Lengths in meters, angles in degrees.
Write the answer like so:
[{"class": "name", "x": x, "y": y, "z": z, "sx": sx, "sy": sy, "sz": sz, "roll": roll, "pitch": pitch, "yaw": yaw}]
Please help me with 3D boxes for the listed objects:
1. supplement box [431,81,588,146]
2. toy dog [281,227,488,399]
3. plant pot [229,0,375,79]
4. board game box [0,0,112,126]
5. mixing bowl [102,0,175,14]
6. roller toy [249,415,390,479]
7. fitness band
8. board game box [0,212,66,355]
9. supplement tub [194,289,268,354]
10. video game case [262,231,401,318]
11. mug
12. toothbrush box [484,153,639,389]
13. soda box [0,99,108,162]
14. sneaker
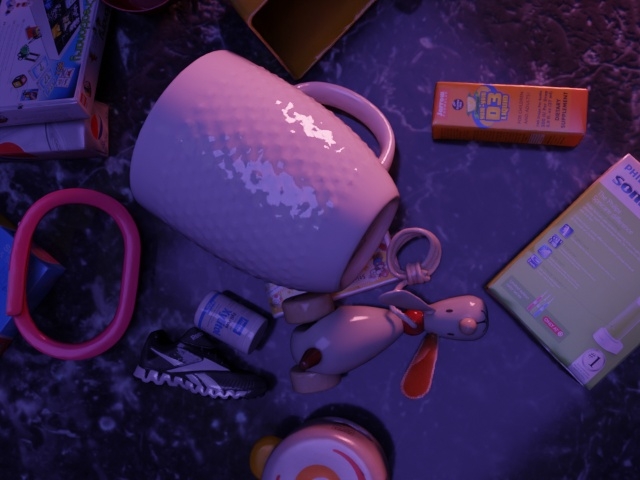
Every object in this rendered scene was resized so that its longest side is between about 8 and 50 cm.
[{"class": "supplement box", "x": 0.294, "y": -0.199, "z": 1.136, "sx": 0.233, "sy": 0.080, "sz": 0.078, "roll": 4, "pitch": 85, "yaw": 12}, {"class": "toy dog", "x": 0.084, "y": 0.144, "z": 1.101, "sx": 0.333, "sy": 0.161, "sz": 0.220, "roll": -30, "pitch": 97, "yaw": 9}, {"class": "plant pot", "x": -0.058, "y": -0.428, "z": 1.158, "sx": 0.212, "sy": 0.212, "sz": 0.187, "roll": -45, "pitch": 67, "yaw": 5}, {"class": "board game box", "x": -0.469, "y": -0.339, "z": 1.236, "sx": 0.193, "sy": 0.053, "sz": 0.305, "roll": -3, "pitch": 64, "yaw": 10}, {"class": "mixing bowl", "x": -0.303, "y": -0.461, "z": 1.239, "sx": 0.181, "sy": 0.098, "sz": 0.181, "roll": 0, "pitch": 84, "yaw": 2}, {"class": "roller toy", "x": 0.008, "y": 0.375, "z": 1.117, "sx": 0.191, "sy": 0.146, "sz": 0.209, "roll": -27, "pitch": 82, "yaw": 7}, {"class": "fitness band", "x": -0.414, "y": 0.057, "z": 1.220, "sx": 0.209, "sy": 0.054, "sz": 0.291, "roll": 7, "pitch": 89, "yaw": -18}, {"class": "board game box", "x": -0.652, "y": 0.046, "z": 1.293, "sx": 0.316, "sy": 0.064, "sz": 0.242, "roll": 38, "pitch": 93, "yaw": 10}, {"class": "supplement tub", "x": -0.149, "y": 0.135, "z": 1.197, "sx": 0.107, "sy": 0.071, "sz": 0.071, "roll": 27, "pitch": 91, "yaw": 11}, {"class": "video game case", "x": 0.000, "y": 0.000, "z": 1.203, "sx": 0.227, "sy": 0.026, "sz": 0.206, "roll": -18, "pitch": 84, "yaw": 8}, {"class": "mug", "x": -0.037, "y": -0.110, "z": 1.087, "sx": 0.328, "sy": 0.276, "sz": 0.374, "roll": 33, "pitch": 55, "yaw": 13}, {"class": "toothbrush box", "x": 0.420, "y": 0.048, "z": 1.077, "sx": 0.283, "sy": 0.122, "sz": 0.206, "roll": -45, "pitch": 80, "yaw": 5}, {"class": "soda box", "x": -0.524, "y": -0.192, "z": 1.272, "sx": 0.286, "sy": 0.091, "sz": 0.098, "roll": -1, "pitch": 87, "yaw": 10}, {"class": "sneaker", "x": -0.197, "y": 0.201, "z": 1.198, "sx": 0.234, "sy": 0.078, "sz": 0.106, "roll": 9, "pitch": 91, "yaw": 12}]
